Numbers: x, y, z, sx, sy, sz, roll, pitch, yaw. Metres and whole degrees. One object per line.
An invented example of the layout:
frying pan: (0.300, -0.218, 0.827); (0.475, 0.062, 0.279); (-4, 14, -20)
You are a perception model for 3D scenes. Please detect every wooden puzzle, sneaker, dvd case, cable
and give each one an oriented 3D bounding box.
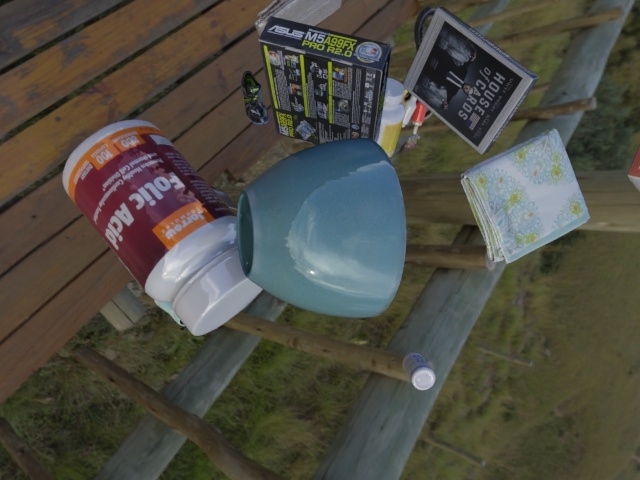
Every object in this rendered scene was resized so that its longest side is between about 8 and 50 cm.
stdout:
wooden puzzle: (0.324, -0.350, 1.682); (0.083, 0.006, 0.049); (-31, 141, -32)
sneaker: (-0.372, 0.207, 1.485); (0.256, 0.151, 0.094); (-4, 125, -52)
sneaker: (-0.217, -0.459, 1.529); (0.067, 0.078, 0.188); (-16, 79, -10)
dvd case: (0.281, -0.311, 0.933); (0.030, 0.238, 0.179); (-26, 154, -33)
cable: (0.243, -0.382, 1.115); (0.140, 0.072, 0.287); (6, 130, -19)

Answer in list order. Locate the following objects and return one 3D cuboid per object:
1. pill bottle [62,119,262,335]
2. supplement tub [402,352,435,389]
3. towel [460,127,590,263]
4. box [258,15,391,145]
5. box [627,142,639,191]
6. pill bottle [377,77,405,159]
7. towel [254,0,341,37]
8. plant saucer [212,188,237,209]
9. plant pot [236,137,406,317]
pill bottle: (-0.289, -0.024, 0.919); (0.392, 0.224, 0.224); (47, 52, 12)
supplement tub: (0.287, 0.383, 1.393); (0.071, 0.107, 0.071); (-2, 103, -7)
towel: (0.649, -0.137, 1.499); (0.375, 0.090, 0.320); (-26, 101, -11)
box: (0.010, -0.273, 0.894); (0.270, 0.216, 0.060); (84, 25, -68)
box: (0.433, -0.097, 0.479); (0.091, 0.170, 0.130); (10, 100, -49)
pill bottle: (0.135, -0.270, 1.083); (0.103, 0.103, 0.184); (-41, 156, -34)
towel: (-0.058, -0.654, 1.351); (0.282, 0.187, 0.049); (-36, 83, -1)
plant saucer: (-0.394, -0.134, 1.387); (0.311, 0.311, 0.050); (10, 89, -45)
plant pot: (-0.024, -0.015, 0.748); (0.196, 0.290, 0.290); (-3, 98, -19)
